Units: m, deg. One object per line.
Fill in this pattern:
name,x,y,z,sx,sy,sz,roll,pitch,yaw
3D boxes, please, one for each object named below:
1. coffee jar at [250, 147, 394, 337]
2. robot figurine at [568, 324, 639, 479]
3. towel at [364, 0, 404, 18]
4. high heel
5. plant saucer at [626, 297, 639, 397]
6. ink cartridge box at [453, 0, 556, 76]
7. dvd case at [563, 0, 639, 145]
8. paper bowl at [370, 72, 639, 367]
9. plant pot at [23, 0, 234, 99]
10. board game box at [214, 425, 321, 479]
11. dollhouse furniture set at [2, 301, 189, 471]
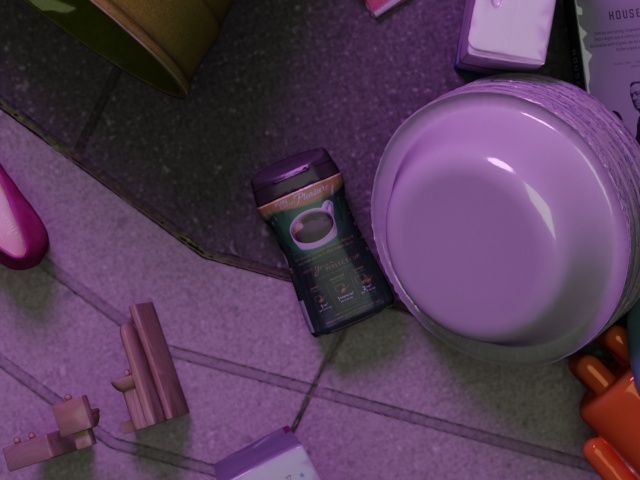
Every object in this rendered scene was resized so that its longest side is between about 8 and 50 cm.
coffee jar,0.000,0.000,1.930,0.096,0.079,0.184,-23,92,2
robot figurine,0.355,0.180,1.915,0.219,0.128,0.158,45,49,-1
towel,0.062,-0.344,1.923,0.144,0.029,0.197,-36,118,1
high heel,-0.368,-0.067,1.901,0.082,0.117,0.244,-37,91,-1
plant saucer,0.459,0.114,1.887,0.317,0.044,0.318,7,68,-18
ink cartridge box,0.188,-0.239,1.876,0.082,0.190,0.140,11,91,-1
dvd case,0.348,-0.149,1.934,0.179,0.029,0.239,-8,90,-21
paper bowl,0.178,-0.013,1.836,0.284,0.148,0.284,12,113,29
plant pot,-0.172,-0.384,1.794,0.366,0.366,0.353,37,85,-1
board game box,0.004,0.346,1.862,0.097,0.224,0.303,-27,91,-3
dollhouse furniture set,-0.242,0.147,1.908,0.151,0.144,0.123,-19,86,13
